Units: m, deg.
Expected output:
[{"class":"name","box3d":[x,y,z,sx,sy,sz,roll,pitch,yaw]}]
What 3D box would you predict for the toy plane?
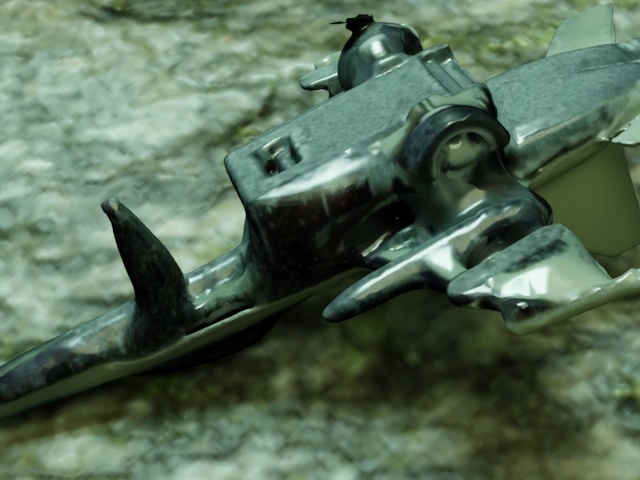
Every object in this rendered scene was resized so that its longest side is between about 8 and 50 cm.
[{"class":"toy plane","box3d":[-0.003,-0.009,0.421,0.262,0.088,0.192,-19,33,-10]}]
